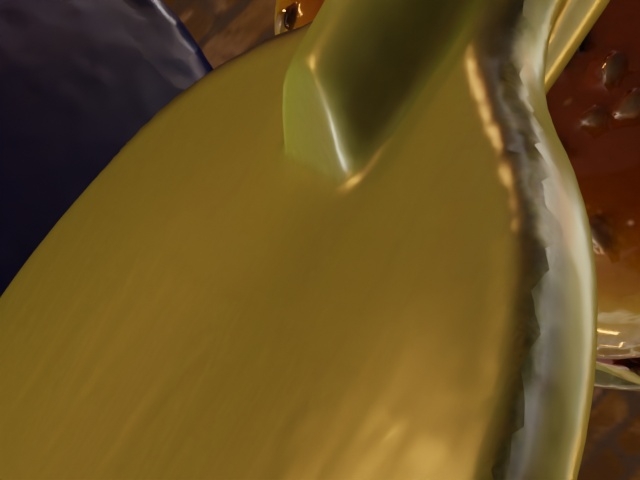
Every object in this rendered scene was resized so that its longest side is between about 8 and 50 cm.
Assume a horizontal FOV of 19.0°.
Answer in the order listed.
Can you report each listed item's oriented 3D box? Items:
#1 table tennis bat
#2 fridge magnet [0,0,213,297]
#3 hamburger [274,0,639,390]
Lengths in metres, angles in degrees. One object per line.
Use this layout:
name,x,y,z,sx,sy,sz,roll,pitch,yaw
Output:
table tennis bat,0.000,0.000,0.396,0.054,0.224,0.368,32,-93,-31
fridge magnet,-0.152,0.007,0.633,0.265,0.112,0.265,-1,-110,2
hamburger,0.126,-0.086,0.718,0.300,0.176,0.300,-5,-108,15
